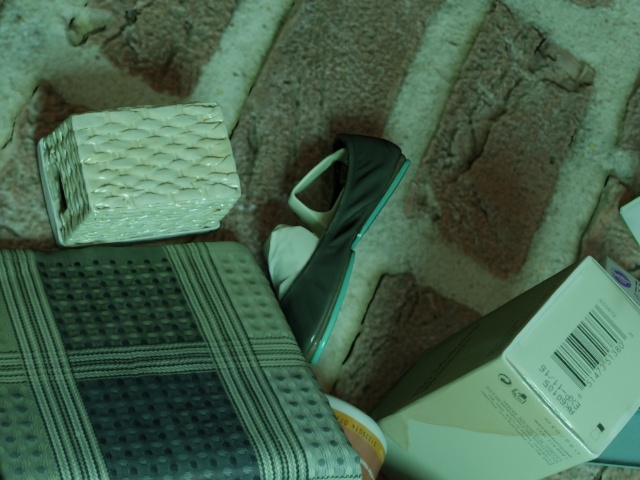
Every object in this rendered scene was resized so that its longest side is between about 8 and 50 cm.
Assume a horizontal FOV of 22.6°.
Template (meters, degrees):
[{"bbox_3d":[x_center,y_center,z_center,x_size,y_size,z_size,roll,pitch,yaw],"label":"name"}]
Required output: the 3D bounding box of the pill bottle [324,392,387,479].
[{"bbox_3d":[-0.031,0.251,1.445,0.121,0.121,0.216,32,60,-11],"label":"pill bottle"}]

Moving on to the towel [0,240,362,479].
[{"bbox_3d":[-0.157,0.112,1.401,0.312,0.056,0.324,-2,37,-23],"label":"towel"}]

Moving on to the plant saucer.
[{"bbox_3d":[0.321,0.208,1.686,0.192,0.018,0.067,8,68,-21],"label":"plant saucer"}]

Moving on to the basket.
[{"bbox_3d":[-0.168,-0.065,1.514,0.167,0.103,0.113,-7,75,-28],"label":"basket"}]

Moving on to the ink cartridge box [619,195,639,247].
[{"bbox_3d":[0.503,-0.019,1.800,0.272,0.115,0.198,-27,83,-30],"label":"ink cartridge box"}]

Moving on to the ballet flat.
[{"bbox_3d":[0.000,0.000,1.582,0.096,0.095,0.280,28,51,-2],"label":"ballet flat"}]

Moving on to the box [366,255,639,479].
[{"bbox_3d":[0.168,0.144,1.468,0.121,0.311,0.148,47,58,-2],"label":"box"}]

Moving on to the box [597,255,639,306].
[{"bbox_3d":[0.405,0.146,1.710,0.324,0.063,0.067,38,28,-7],"label":"box"}]
